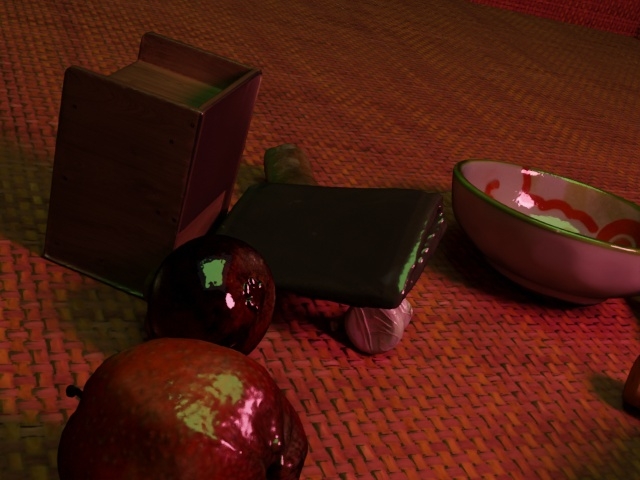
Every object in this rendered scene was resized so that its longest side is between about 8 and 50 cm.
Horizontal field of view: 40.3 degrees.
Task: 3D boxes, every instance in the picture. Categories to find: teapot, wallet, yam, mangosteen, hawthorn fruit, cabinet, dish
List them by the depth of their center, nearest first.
[{"bbox_3d":[-0.110,0.141,0.612,0.194,0.157,0.157,18,25,23],"label":"hawthorn fruit"},{"bbox_3d":[-0.112,0.057,0.815,0.140,0.140,0.140,14,27,-8],"label":"mangosteen"},{"bbox_3d":[-0.179,-0.082,0.914,0.148,0.215,0.175,20,28,7],"label":"cabinet"},{"bbox_3d":[0.056,0.083,0.927,0.083,0.064,0.064,-6,8,25],"label":"teapot"},{"bbox_3d":[0.000,0.000,0.937,0.245,0.052,0.169,7,43,25],"label":"wallet"},{"bbox_3d":[-0.019,-0.034,1.083,0.071,0.067,0.317,10,29,-20],"label":"yam"},{"bbox_3d":[0.314,0.004,1.166,0.324,0.124,0.324,15,19,-5],"label":"dish"}]

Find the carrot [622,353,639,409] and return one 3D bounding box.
[{"bbox_3d":[0.432,0.180,0.946,0.193,0.087,0.087,25,28,18],"label":"carrot"}]
